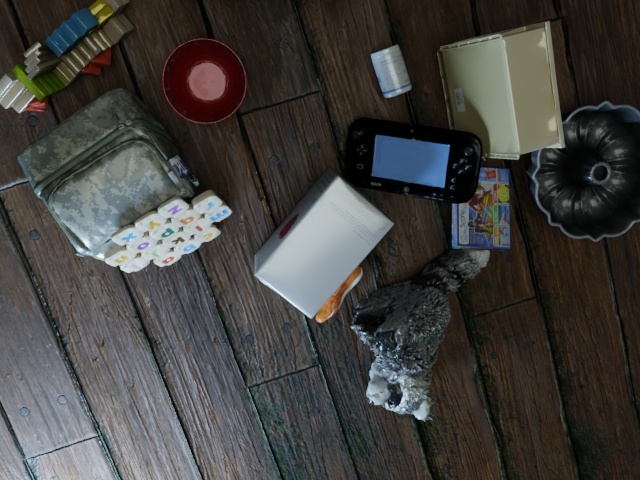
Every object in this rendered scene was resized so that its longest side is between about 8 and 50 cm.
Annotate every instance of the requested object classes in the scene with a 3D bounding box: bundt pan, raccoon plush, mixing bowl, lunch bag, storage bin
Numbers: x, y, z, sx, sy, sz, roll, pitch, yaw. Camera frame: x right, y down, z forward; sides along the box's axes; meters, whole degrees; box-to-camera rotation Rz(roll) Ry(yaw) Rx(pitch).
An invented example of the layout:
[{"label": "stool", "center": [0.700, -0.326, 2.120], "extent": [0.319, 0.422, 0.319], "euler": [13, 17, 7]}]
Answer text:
[{"label": "bundt pan", "center": [0.649, -0.172, 1.574], "extent": [0.330, 0.124, 0.331], "euler": [-1, 104, -6]}, {"label": "raccoon plush", "center": [0.288, 0.247, 1.611], "extent": [0.446, 0.216, 0.299], "euler": [-29, 112, 2]}, {"label": "mixing bowl", "center": [-0.256, -0.357, 1.456], "extent": [0.181, 0.098, 0.181], "euler": [-1, 105, -5]}, {"label": "lunch bag", "center": [-0.443, -0.139, 1.400], "extent": [0.305, 0.212, 0.256], "euler": [-32, 83, 2]}, {"label": "storage bin", "center": [0.390, -0.324, 1.448], "extent": [0.123, 0.260, 0.262], "euler": [-18, 106, -19]}]

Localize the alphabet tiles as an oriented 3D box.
[{"label": "alphabet tiles", "center": [-0.339, -0.017, 1.461], "extent": [0.284, 0.278, 0.021], "euler": [-31, 72, 2]}]

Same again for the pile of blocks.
[{"label": "pile of blocks", "center": [-0.537, -0.385, 1.397], "extent": [0.362, 0.149, 0.112], "euler": [-40, 104, 4]}]

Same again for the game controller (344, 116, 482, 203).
[{"label": "game controller", "center": [0.209, -0.185, 1.500], "extent": [0.319, 0.067, 0.166], "euler": [12, 102, 21]}]

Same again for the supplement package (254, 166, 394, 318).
[{"label": "supplement package", "center": [0.000, 0.000, 1.526], "extent": [0.175, 0.177, 0.293], "euler": [39, 97, -13]}]

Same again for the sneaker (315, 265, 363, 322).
[{"label": "sneaker", "center": [0.034, 0.125, 1.623], "extent": [0.067, 0.064, 0.175], "euler": [34, 87, -15]}]

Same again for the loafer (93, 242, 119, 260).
[{"label": "loafer", "center": [-0.426, -0.046, 1.522], "extent": [0.268, 0.102, 0.092], "euler": [-37, 138, -3]}]

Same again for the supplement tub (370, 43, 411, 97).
[{"label": "supplement tub", "center": [0.164, -0.390, 1.502], "extent": [0.071, 0.071, 0.107], "euler": [-20, 104, 0]}]

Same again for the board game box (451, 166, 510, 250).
[{"label": "board game box", "center": [0.389, -0.078, 1.578], "extent": [0.136, 0.035, 0.201], "euler": [4, 80, -6]}]

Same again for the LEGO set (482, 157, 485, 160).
[{"label": "LEGO set", "center": [0.359, -0.203, 1.583], "extent": [0.083, 0.054, 0.023], "euler": [7, 65, -7]}]
